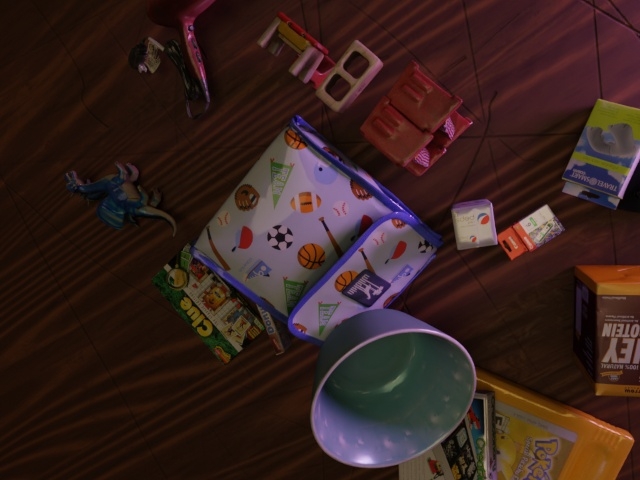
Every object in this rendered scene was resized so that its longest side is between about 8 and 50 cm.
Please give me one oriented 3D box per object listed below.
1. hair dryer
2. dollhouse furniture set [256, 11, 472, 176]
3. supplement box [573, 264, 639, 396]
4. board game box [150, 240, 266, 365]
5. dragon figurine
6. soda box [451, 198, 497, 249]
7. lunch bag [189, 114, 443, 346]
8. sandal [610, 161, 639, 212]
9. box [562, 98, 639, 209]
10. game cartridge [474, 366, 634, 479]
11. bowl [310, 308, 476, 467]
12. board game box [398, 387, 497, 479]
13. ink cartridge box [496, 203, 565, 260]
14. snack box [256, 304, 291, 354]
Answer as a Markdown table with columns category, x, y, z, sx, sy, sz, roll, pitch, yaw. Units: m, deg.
| category | x | y | z | sx | sy | sz | roll | pitch | yaw |
| --- | --- | --- | --- | --- | --- | --- | --- | --- | --- |
| hair dryer | -0.271 | -0.423 | 1.205 | 0.223 | 0.080 | 0.293 | 39 | 130 | 4 |
| dollhouse furniture set | 0.090 | -0.298 | 1.102 | 0.374 | 0.201 | 0.152 | 43 | 104 | 12 |
| supplement box | 0.541 | 0.154 | 1.044 | 0.129 | 0.191 | 0.194 | -1 | 97 | 13 |
| board game box | -0.251 | 0.141 | 1.308 | 0.136 | 0.030 | 0.260 | -44 | 85 | 16 |
| dragon figurine | -0.437 | -0.076 | 1.296 | 0.289 | 0.085 | 0.144 | 43 | 103 | 6 |
| soda box | 0.280 | -0.033 | 1.070 | 0.069 | 0.216 | 0.074 | -9 | 94 | 15 |
| lunch bag | 0.000 | 0.000 | 1.137 | 0.385 | 0.239 | 0.328 | 40 | 103 | -9 |
| sandal | 0.663 | -0.107 | 1.058 | 0.254 | 0.054 | 0.097 | -7 | 95 | 13 |
| box | 0.527 | -0.159 | 1.072 | 0.109 | 0.042 | 0.178 | 27 | 103 | 34 |
| game cartridge | 0.412 | 0.448 | 1.178 | 0.323 | 0.052 | 0.285 | 22 | 101 | 12 |
| bowl | 0.114 | 0.251 | 1.090 | 0.311 | 0.163 | 0.312 | -6 | 118 | -12 |
| board game box | 0.250 | 0.447 | 1.156 | 0.193 | 0.053 | 0.305 | -3 | 86 | 35 |
| ink cartridge box | 0.409 | -0.014 | 1.139 | 0.115 | 0.029 | 0.063 | -35 | 88 | 14 |
| snack box | -0.111 | 0.153 | 1.257 | 0.022 | 0.064 | 0.178 | -21 | 91 | 12 |
